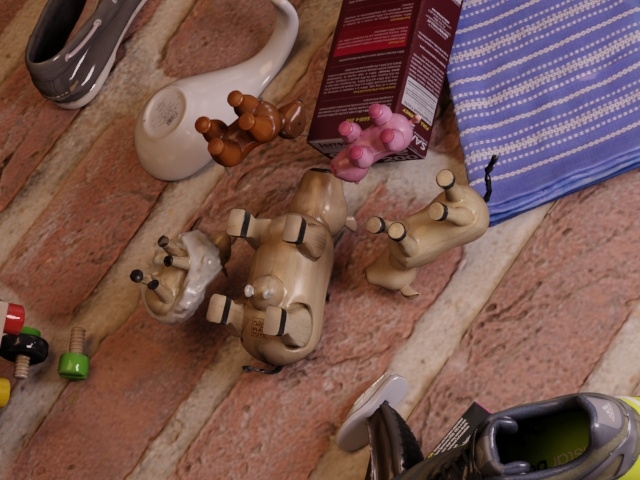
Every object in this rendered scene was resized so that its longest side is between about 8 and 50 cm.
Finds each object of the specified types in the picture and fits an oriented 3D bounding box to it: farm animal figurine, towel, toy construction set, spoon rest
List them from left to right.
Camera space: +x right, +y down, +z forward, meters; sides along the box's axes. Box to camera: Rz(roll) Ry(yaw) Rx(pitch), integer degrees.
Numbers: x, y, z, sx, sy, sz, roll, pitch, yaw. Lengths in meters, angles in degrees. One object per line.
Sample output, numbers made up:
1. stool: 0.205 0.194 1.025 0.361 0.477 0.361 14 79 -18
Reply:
1. toy construction set: -0.457 0.178 1.844 0.258 0.309 0.237 -10 63 30
2. spoon rest: -0.123 -0.187 2.024 0.276 0.084 0.137 -47 51 11
3. farm animal figurine: 0.000 0.000 1.801 0.330 0.172 0.326 28 89 27
4. towel: 0.251 -0.191 1.842 0.243 0.040 0.336 -22 55 19

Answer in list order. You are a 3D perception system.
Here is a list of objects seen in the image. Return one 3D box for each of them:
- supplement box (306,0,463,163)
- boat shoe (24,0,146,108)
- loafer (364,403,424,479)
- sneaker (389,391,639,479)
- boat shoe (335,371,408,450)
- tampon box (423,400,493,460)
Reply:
1. supplement box: 0.078 -0.209 1.903 0.130 0.073 0.239 -2 64 41
2. boat shoe: -0.289 -0.332 2.164 0.112 0.095 0.335 7 66 29
3. loafer: 0.064 0.267 1.656 0.078 0.080 0.220 -17 57 16
4. sneaker: 0.153 0.200 1.463 0.300 0.121 0.111 -29 55 23
5. boat shoe: 0.050 0.178 1.748 0.100 0.035 0.035 -51 26 -3
6. tampon box: 0.189 0.252 1.577 0.101 0.120 0.161 -48 53 -4
